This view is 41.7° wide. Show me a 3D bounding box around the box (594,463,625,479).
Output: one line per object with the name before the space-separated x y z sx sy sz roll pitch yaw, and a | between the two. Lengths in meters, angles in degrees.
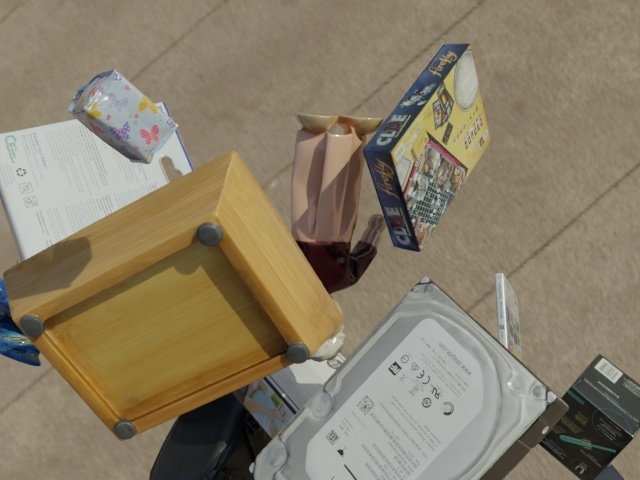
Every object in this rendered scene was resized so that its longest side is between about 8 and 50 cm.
box | 0.554 0.554 1.643 0.156 0.093 0.158 -30 72 -28

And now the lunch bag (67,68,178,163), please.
lunch bag | -0.166 -0.103 0.694 0.053 0.071 0.083 -56 25 -13

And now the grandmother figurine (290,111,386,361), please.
grandmother figurine | 0.000 0.000 1.153 0.207 0.104 0.343 0 101 -15

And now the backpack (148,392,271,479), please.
backpack | -0.156 0.447 1.530 0.273 0.355 0.290 -2 48 39

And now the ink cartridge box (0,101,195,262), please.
ink cartridge box | -0.377 -0.068 1.472 0.330 0.071 0.324 -16 68 -25

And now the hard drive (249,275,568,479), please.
hard drive | 0.092 0.238 1.005 0.339 0.064 0.237 -48 50 5

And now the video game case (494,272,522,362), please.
video game case | 0.339 0.150 1.515 0.019 0.157 0.143 -7 68 20

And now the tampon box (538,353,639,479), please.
tampon box | 0.443 0.292 1.365 0.120 0.161 0.101 41 49 20

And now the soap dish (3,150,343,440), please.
soap dish | -0.155 0.071 0.880 0.290 0.229 0.118 -26 25 13

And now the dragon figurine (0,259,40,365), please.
dragon figurine | -0.385 0.106 1.115 0.289 0.144 0.085 26 112 -2

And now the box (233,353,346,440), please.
box | -0.006 0.257 1.311 0.290 0.169 0.087 43 125 39

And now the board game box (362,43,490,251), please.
board game box | 0.149 -0.127 1.120 0.042 0.165 0.243 9 47 34
